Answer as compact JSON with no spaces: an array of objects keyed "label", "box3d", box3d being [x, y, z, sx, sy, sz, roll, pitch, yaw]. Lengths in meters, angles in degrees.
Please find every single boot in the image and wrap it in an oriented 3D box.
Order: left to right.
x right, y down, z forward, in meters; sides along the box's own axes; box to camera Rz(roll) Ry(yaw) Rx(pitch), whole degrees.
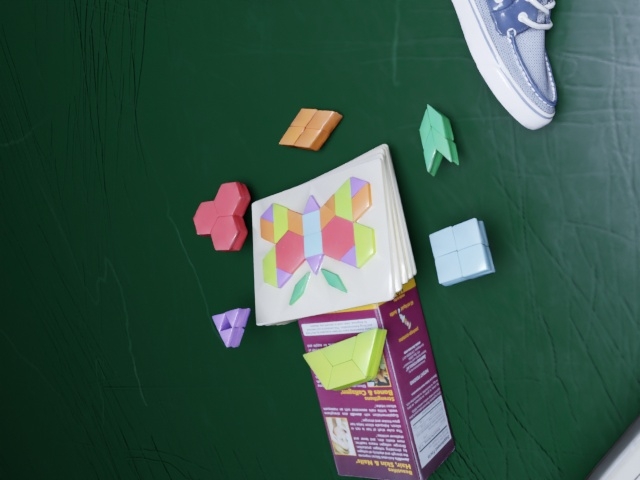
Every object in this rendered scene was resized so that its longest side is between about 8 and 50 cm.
[{"label":"boot","box3d":[0.156,-0.187,0.499,0.086,0.069,0.190,-29,83,42]}]

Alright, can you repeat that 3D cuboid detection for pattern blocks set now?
[{"label":"pattern blocks set","box3d":[0.000,0.000,0.630,0.325,0.026,0.285,-33,61,30]}]

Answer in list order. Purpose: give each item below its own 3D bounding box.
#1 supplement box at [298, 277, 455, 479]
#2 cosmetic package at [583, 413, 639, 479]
[{"label":"supplement box","box3d":[0.057,0.141,0.662,0.104,0.081,0.188,-11,96,39]},{"label":"cosmetic package","box3d":[0.266,0.247,0.503,0.153,0.129,0.296,39,124,24]}]
